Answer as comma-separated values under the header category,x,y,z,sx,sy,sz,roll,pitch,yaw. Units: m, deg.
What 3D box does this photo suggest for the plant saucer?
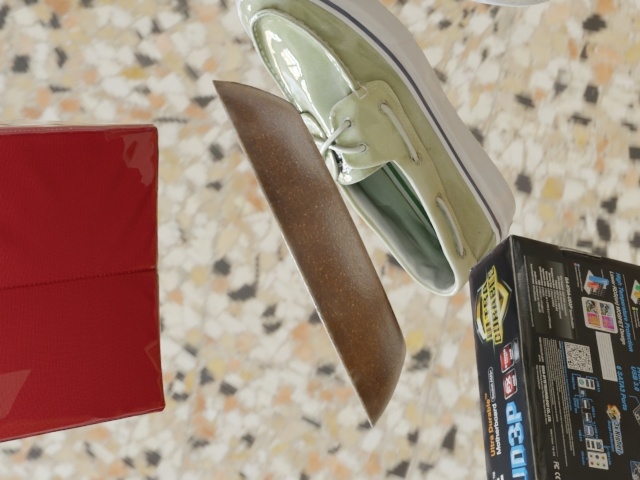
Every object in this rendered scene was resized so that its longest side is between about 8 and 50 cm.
category,x,y,z,sx,sy,sz,roll,pitch,yaw
plant saucer,0.000,0.000,0.777,0.036,0.198,0.198,-26,102,0

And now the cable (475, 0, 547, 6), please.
category,x,y,z,sx,sy,sz,roll,pitch,yaw
cable,0.073,-0.226,0.611,0.089,0.257,0.257,-4,102,38

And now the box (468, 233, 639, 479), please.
category,x,y,z,sx,sy,sz,roll,pitch,yaw
box,0.175,0.115,0.823,0.175,0.220,0.051,12,146,-23

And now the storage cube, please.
category,x,y,z,sx,sy,sz,roll,pitch,yaw
storage cube,-0.227,0.018,0.914,0.215,0.193,0.183,6,100,50

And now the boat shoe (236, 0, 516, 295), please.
category,x,y,z,sx,sy,sz,roll,pitch,yaw
boat shoe,0.041,-0.084,1.124,0.109,0.094,0.302,-20,122,46
